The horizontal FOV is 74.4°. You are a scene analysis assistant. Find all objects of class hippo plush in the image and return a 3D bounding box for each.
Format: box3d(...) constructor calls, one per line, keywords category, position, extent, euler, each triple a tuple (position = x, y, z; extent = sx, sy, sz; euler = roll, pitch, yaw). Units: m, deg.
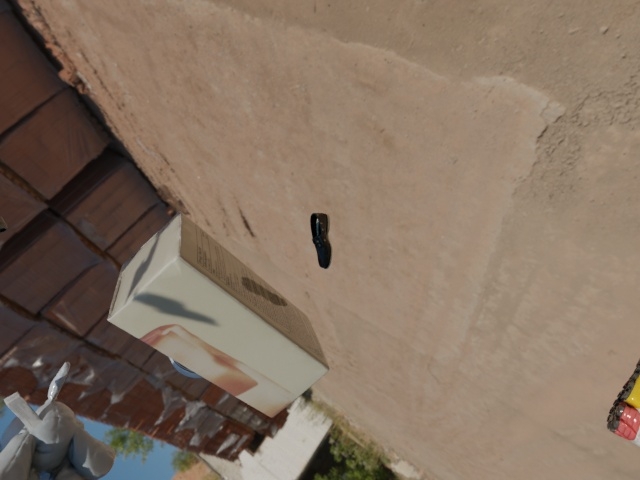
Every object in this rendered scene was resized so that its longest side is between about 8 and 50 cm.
box3d(category="hippo plush", position=(-0.629, 0.460, 0.904), extent=(0.237, 0.234, 0.293), euler=(-18, 100, 35))

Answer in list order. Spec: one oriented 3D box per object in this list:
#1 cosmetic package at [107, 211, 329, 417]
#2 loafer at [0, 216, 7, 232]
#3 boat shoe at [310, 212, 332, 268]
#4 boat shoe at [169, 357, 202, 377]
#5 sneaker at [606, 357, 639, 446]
box3d(category="cosmetic package", position=(-0.140, 0.116, 0.628), extent=(0.296, 0.129, 0.153), euler=(45, -173, -28))
box3d(category="loafer", position=(-0.437, 0.016, 0.450), extent=(0.076, 0.223, 0.078), euler=(-31, 113, 25))
box3d(category="boat shoe", position=(-0.001, 0.000, 0.968), extent=(0.042, 0.132, 0.049), euler=(4, 166, -34))
box3d(category="boat shoe", position=(-0.346, 0.264, 1.063), extent=(0.184, 0.083, 0.065), euler=(31, -159, 30))
box3d(category="sneaker", position=(0.410, 0.148, 0.467), extent=(0.093, 0.225, 0.088), euler=(30, 153, 35))
